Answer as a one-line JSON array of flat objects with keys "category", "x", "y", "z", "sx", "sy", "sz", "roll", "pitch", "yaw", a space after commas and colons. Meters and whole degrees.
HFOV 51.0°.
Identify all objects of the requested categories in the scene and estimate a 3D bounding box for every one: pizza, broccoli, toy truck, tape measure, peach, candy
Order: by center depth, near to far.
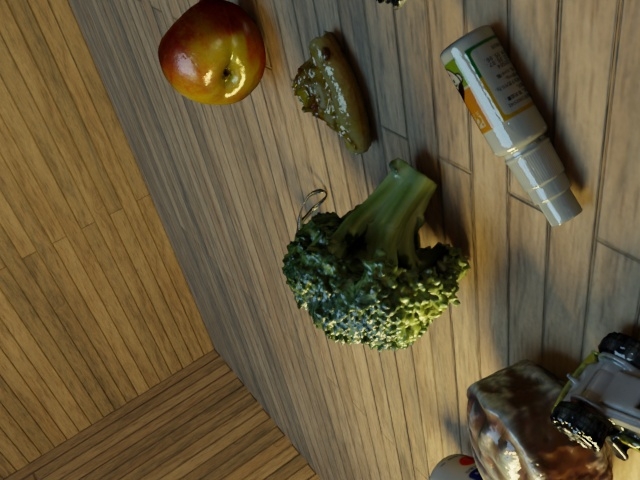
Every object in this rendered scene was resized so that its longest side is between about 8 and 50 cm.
[{"category": "toy truck", "x": 0.358, "y": 0.180, "z": 0.677, "sx": 0.111, "sy": 0.136, "sz": 0.286, "roll": 43, "pitch": 167, "yaw": -19}, {"category": "candy", "x": 0.299, "y": 0.291, "z": 0.922, "sx": 0.214, "sy": 0.157, "sz": 0.289, "roll": 58, "pitch": 172, "yaw": 48}, {"category": "broccoli", "x": 0.082, "y": 0.033, "z": 0.959, "sx": 0.288, "sy": 0.260, "sz": 0.235, "roll": 41, "pitch": 167, "yaw": 45}, {"category": "pizza", "x": 0.006, "y": -0.229, "z": 1.021, "sx": 0.161, "sy": 0.062, "sz": 0.182, "roll": 36, "pitch": 151, "yaw": 50}, {"category": "peach", "x": -0.191, "y": -0.332, "z": 1.168, "sx": 0.192, "sy": 0.190, "sz": 0.190, "roll": 49, "pitch": 158, "yaw": 36}, {"category": "tape measure", "x": -0.004, "y": 0.002, "z": 1.292, "sx": 0.107, "sy": 0.104, "sz": 0.179, "roll": 44, "pitch": 156, "yaw": 44}]

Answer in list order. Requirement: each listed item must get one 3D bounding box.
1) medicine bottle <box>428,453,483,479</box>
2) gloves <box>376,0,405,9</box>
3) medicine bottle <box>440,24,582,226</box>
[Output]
[{"category": "medicine bottle", "x": 0.320, "y": 0.462, "z": 1.140, "sx": 0.130, "sy": 0.130, "sz": 0.341, "roll": 61, "pitch": 160, "yaw": -5}, {"category": "gloves", "x": 0.077, "y": -0.314, "z": 0.726, "sx": 0.114, "sy": 0.070, "sz": 0.153, "roll": 56, "pitch": 168, "yaw": -16}, {"category": "medicine bottle", "x": 0.206, "y": -0.118, "z": 0.725, "sx": 0.220, "sy": 0.061, "sz": 0.092, "roll": 60, "pitch": -176, "yaw": -1}]
